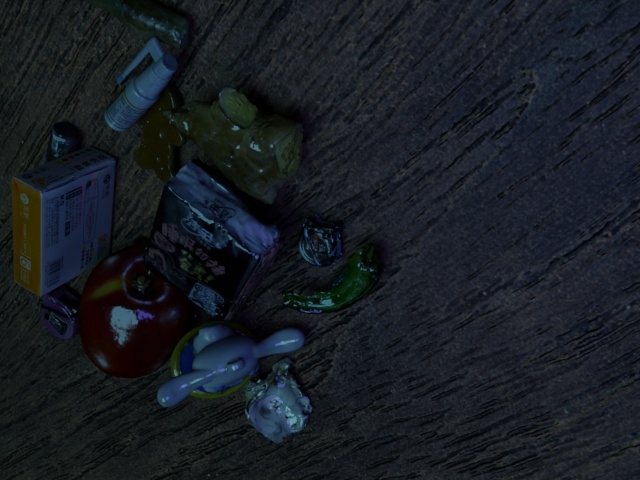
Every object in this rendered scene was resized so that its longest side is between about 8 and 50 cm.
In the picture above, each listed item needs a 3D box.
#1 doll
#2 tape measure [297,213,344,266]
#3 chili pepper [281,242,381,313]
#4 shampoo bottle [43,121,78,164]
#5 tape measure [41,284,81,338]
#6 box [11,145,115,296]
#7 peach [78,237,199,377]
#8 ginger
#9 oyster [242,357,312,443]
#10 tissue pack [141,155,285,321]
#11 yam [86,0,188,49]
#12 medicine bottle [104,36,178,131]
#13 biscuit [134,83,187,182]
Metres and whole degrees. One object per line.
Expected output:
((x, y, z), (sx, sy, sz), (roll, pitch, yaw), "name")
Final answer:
((-0.187, 0.227, 1.746), (0.310, 0.242, 0.160), (-21, 76, -2), "doll")
((-0.001, 0.002, 1.584), (0.091, 0.054, 0.094), (18, 116, 24), "tape measure")
((0.046, 0.068, 1.568), (0.279, 0.122, 0.065), (-41, 51, 42), "chili pepper")
((-0.577, -0.159, 1.834), (0.057, 0.063, 0.208), (39, 129, 21), "shampoo bottle")
((-0.631, 0.177, 2.038), (0.125, 0.074, 0.118), (34, 128, 14), "tape measure")
((-0.544, -0.044, 1.779), (0.091, 0.220, 0.274), (27, 124, 20), "box")
((-0.438, 0.183, 1.846), (0.257, 0.201, 0.362), (44, 129, 2), "peach")
((-0.158, -0.185, 1.536), (0.270, 0.123, 0.219), (30, 143, 20), "ginger")
((-0.089, 0.339, 1.816), (0.163, 0.081, 0.191), (23, 112, -10), "oyster")
((-0.214, 0.011, 1.641), (0.245, 0.123, 0.332), (37, 146, 2), "tissue pack")
((-0.376, -0.448, 1.559), (0.317, 0.067, 0.071), (30, 156, 12), "yam")
((-0.347, -0.297, 1.594), (0.220, 0.061, 0.092), (-31, 87, 44), "medicine bottle")
((-0.315, -0.220, 1.663), (0.138, 0.031, 0.205), (31, 127, 28), "biscuit")
